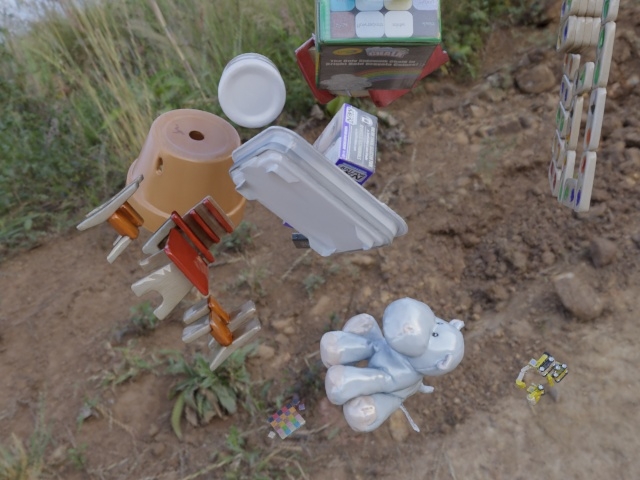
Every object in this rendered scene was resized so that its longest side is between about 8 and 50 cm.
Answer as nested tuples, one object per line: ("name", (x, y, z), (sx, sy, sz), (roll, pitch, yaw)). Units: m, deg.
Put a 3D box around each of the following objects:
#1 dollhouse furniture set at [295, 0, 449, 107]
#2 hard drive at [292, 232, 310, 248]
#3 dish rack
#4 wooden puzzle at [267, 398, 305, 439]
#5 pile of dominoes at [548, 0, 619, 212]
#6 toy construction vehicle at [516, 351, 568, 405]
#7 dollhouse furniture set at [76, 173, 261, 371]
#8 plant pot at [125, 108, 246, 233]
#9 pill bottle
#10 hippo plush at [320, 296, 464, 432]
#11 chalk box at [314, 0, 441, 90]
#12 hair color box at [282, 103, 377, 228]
("dollhouse furniture set", (0.024, -0.398, 0.936), (0.152, 0.374, 0.201), (-39, 30, -16))
("hard drive", (0.000, 0.000, 1.565), (0.135, 0.022, 0.094), (-1, -15, 5))
("dish rack", (-0.023, -0.071, 1.191), (0.072, 0.333, 0.285), (-59, 21, -19))
("wooden puzzle", (-0.059, 0.317, 1.067), (0.083, 0.006, 0.049), (-33, 48, -20))
("pile of dominoes", (0.260, -0.162, 0.646), (0.040, 0.251, 0.196), (7, 8, 10))
("toy construction vehicle", (0.395, 0.242, 1.091), (0.098, 0.086, 0.035), (-43, 44, -8))
("dollhouse furniture set", (-0.194, 0.016, 0.891), (0.135, 0.262, 0.259), (-39, 17, -1))
("plant pot", (-0.301, -0.167, 1.420), (0.291, 0.291, 0.203), (-30, -27, -41))
("pill bottle", (-0.143, -0.320, 1.264), (0.131, 0.131, 0.229), (-26, 23, 4))
("hippo plush", (0.161, 0.248, 1.193), (0.236, 0.294, 0.234), (-41, 9, 43))
("chalk box", (0.060, -0.265, 0.688), (0.132, 0.132, 0.213), (0, -4, -2))
("hair color box", (0.020, -0.177, 1.601), (0.339, 0.110, 0.185), (-44, 33, 50))
